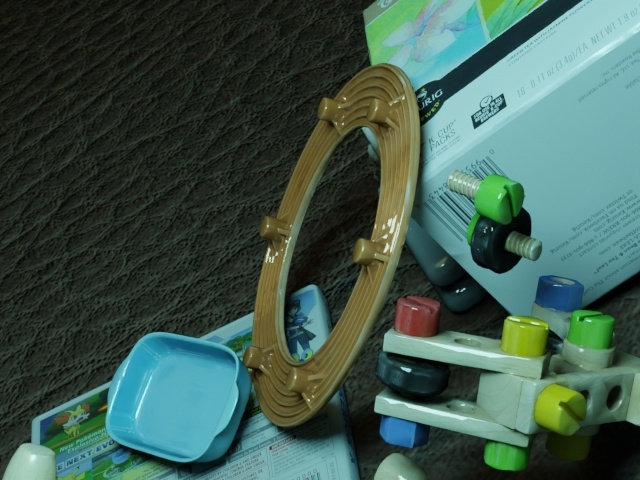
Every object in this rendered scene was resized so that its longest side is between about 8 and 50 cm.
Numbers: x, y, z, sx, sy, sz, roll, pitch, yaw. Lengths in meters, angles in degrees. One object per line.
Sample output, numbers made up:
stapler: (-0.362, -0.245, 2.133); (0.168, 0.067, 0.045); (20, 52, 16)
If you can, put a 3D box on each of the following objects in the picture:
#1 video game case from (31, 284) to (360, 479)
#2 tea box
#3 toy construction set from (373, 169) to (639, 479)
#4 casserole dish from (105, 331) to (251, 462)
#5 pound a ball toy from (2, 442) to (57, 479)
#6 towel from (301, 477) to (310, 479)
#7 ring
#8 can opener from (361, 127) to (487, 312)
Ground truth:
video game case: (-0.126, 0.208, 1.761); (0.329, 0.036, 0.300); (-26, 35, 12)
tea box: (0.238, -0.154, 1.697); (0.329, 0.220, 0.323); (-36, 31, 19)
toy construction set: (0.181, 0.150, 1.461); (0.237, 0.257, 0.309); (23, 83, 36)
casserole dish: (-0.127, 0.148, 1.742); (0.188, 0.037, 0.114); (7, 73, 50)
pound a ball toy: (-0.159, 0.305, 1.503); (0.319, 0.208, 0.135); (-113, 39, -66)
towel: (-0.012, 0.280, 1.482); (0.197, 0.029, 0.144); (-139, 70, -74)
ring: (0.000, 0.000, 1.676); (0.336, 0.032, 0.336); (-164, 90, -71)
can opener: (0.110, -0.043, 1.840); (0.095, 0.076, 0.283); (-33, 36, 3)
